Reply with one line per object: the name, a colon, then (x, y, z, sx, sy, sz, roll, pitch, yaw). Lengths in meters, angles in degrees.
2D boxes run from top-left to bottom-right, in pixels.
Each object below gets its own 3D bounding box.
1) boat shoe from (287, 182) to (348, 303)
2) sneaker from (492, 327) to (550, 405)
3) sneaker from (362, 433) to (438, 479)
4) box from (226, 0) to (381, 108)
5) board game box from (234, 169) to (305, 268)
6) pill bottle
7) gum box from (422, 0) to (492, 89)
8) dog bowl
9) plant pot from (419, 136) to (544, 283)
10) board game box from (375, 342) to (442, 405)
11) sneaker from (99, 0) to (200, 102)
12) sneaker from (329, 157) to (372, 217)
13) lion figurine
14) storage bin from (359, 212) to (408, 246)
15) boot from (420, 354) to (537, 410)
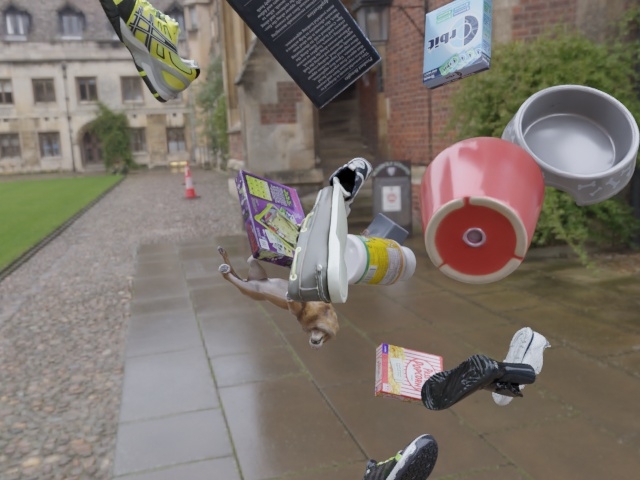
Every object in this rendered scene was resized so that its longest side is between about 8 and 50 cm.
boat shoe: (-0.001, -0.004, 1.078, 0.091, 0.109, 0.305, -8, 36, 9)
sneaker: (0.565, 0.364, 1.700, 0.095, 0.235, 0.090, 33, -11, -12)
sneaker: (0.117, 0.425, 1.100, 0.084, 0.234, 0.097, 19, 20, -40)
box: (-0.065, -0.589, 1.556, 0.212, 0.395, 0.293, -36, 36, 13)
board game box: (-0.130, -0.057, 1.783, 0.208, 0.056, 0.346, 14, 37, -29)
pill bottle: (0.129, 0.050, 1.450, 0.209, 0.117, 0.118, 6, 2, -41)
gum box: (0.307, -0.452, 1.372, 0.041, 0.184, 0.157, 17, -18, -41)
dog bowl: (0.660, -0.262, 1.597, 0.349, 0.348, 0.102, -2, -28, 5)
plant pot: (0.328, -0.052, 1.265, 0.275, 0.274, 0.243, 1, 27, 18)
board game box: (0.252, 0.384, 1.722, 0.194, 0.146, 0.045, 14, -36, -14)
sneaker: (-0.439, -0.540, 1.512, 0.147, 0.384, 0.145, -29, 39, -4)
sneaker: (0.050, -0.128, 1.717, 0.094, 0.235, 0.153, 43, 19, 11)
lion figurine: (-0.120, 0.155, 1.768, 0.392, 0.142, 0.240, 29, -22, 21)
storage bin: (0.168, -0.015, 1.637, 0.098, 0.091, 0.135, 30, 7, -25)
boot: (0.414, 0.383, 1.587, 0.207, 0.094, 0.246, 18, -46, -32)
